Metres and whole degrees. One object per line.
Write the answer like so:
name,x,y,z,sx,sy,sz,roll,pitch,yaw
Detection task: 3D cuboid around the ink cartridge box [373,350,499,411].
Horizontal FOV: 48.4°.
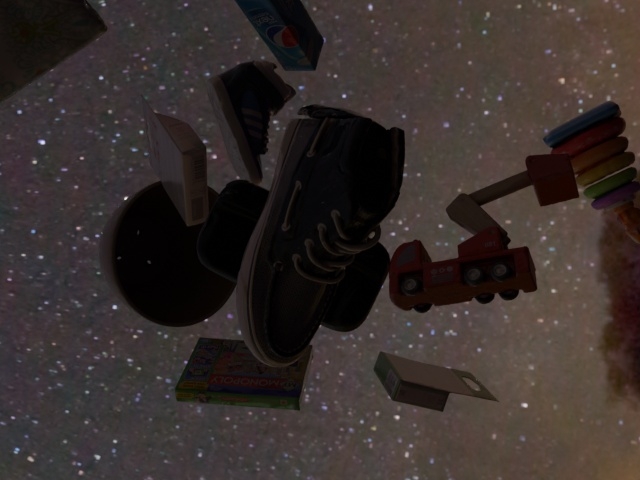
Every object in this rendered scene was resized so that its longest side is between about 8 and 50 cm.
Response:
ink cartridge box,0.250,0.321,1.574,0.235,0.171,0.056,17,-82,-13

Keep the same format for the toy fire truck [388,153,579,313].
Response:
toy fire truck,0.160,-0.007,0.709,0.047,0.192,0.135,52,-146,-49

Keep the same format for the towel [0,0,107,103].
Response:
towel,-0.634,-0.457,1.298,0.320,0.090,0.374,-33,-64,3

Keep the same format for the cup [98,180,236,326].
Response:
cup,-0.380,0.025,1.660,0.331,0.237,0.331,-1,-89,-41

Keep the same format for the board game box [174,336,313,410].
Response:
board game box,-0.191,0.342,1.848,0.213,0.317,0.046,-73,-16,-60

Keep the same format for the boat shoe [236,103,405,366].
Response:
boat shoe,0.000,0.000,0.860,0.127,0.158,0.340,9,-88,-33

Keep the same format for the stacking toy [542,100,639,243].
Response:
stacking toy,0.613,-0.127,1.507,0.301,0.166,0.175,65,-156,6

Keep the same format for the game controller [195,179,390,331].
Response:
game controller,-0.049,0.024,1.189,0.166,0.319,0.067,-65,-9,1

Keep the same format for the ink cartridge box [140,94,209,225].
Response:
ink cartridge box,-0.288,-0.165,1.415,0.056,0.224,0.181,-17,-43,-22

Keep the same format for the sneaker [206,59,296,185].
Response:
sneaker,-0.150,-0.328,1.934,0.236,0.130,0.322,-24,-79,-20

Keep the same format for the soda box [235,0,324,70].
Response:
soda box,-0.067,-0.383,1.242,0.210,0.067,0.071,44,-124,-59
